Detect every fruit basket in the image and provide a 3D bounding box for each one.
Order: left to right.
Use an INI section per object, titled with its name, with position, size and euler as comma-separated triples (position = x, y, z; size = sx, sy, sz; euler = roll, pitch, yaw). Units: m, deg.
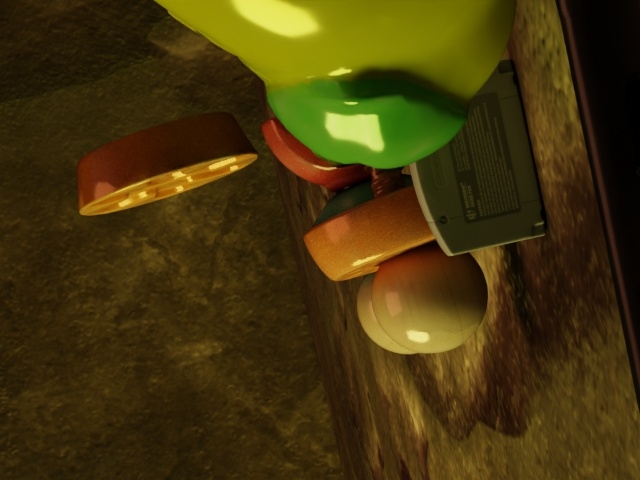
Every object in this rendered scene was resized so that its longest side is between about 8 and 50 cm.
[fruit basket]
position = -0.040, -0.202, 0.679
size = 0.392, 0.283, 0.392
euler = -176, 90, -76

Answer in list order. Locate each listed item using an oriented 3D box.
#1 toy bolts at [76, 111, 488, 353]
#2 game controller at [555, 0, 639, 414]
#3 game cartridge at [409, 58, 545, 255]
[toy bolts]
position = 0.000, 0.000, 1.032
size = 0.228, 0.218, 0.158
euler = -3, -106, -77
[game controller]
position = 0.120, 0.009, 0.459
size = 0.166, 0.067, 0.319
euler = 177, 80, -70
[game cartridge]
position = 0.069, -0.037, 0.851
size = 0.017, 0.056, 0.083
euler = 179, 80, -77
